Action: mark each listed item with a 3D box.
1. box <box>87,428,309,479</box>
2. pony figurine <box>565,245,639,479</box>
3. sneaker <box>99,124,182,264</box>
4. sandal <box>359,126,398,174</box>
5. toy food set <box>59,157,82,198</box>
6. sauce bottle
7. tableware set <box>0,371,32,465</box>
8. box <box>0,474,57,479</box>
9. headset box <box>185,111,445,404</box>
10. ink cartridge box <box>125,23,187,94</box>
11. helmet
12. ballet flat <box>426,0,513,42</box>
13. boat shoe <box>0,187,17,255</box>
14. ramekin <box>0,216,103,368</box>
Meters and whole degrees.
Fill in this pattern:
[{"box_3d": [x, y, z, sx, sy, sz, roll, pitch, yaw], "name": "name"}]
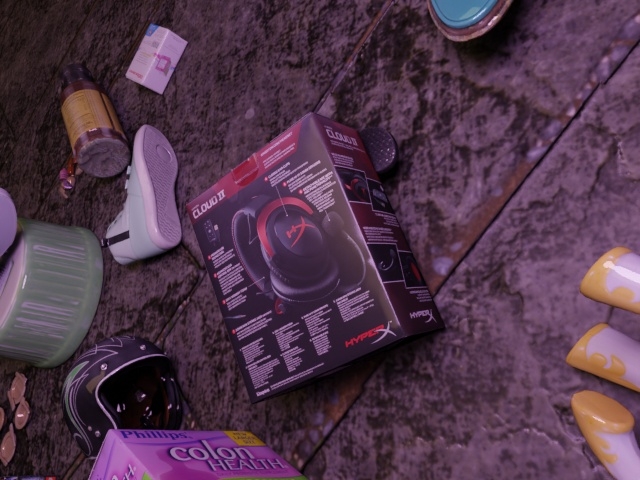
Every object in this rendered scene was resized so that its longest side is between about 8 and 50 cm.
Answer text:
[{"box_3d": [-0.099, 0.311, 0.600, 0.243, 0.214, 0.117, 19, 88, 43], "name": "box"}, {"box_3d": [0.331, 0.109, 0.304, 0.363, 0.303, 0.350, 49, 140, 36], "name": "pony figurine"}, {"box_3d": [-0.337, -0.082, 1.022, 0.151, 0.094, 0.255, -24, 63, 26], "name": "sneaker"}, {"box_3d": [0.047, -0.108, 0.753, 0.179, 0.040, 0.067, 2, 70, 56], "name": "sandal"}, {"box_3d": [-0.580, -0.162, 1.314, 0.078, 0.019, 0.122, 35, 98, 42], "name": "toy food set"}, {"box_3d": [-0.500, -0.273, 1.229, 0.111, 0.111, 0.344, -47, 48, 18], "name": "sauce bottle"}, {"box_3d": [-0.645, 0.369, 1.178, 0.141, 0.020, 0.168, 35, 98, 42], "name": "tableware set"}, {"box_3d": [-0.509, 0.478, 0.972, 0.027, 0.094, 0.136, -23, 61, 33], "name": "box"}, {"box_3d": [-0.021, 0.011, 0.668, 0.218, 0.110, 0.293, -31, 71, 28], "name": "headset box"}, {"box_3d": [-0.338, -0.372, 1.162, 0.089, 0.052, 0.122, 33, 96, 43], "name": "ink cartridge box"}, {"box_3d": [-0.297, 0.225, 0.837, 0.169, 0.169, 0.161, -23, 77, 33], "name": "helmet"}, {"box_3d": [0.185, -0.372, 0.674, 0.123, 0.123, 0.348, -16, 68, 36], "name": "ballet flat"}, {"box_3d": [-0.638, 0.014, 1.038, 0.306, 0.113, 0.105, -61, 39, 27], "name": "boat shoe"}, {"box_3d": [-0.588, 0.098, 1.139, 0.304, 0.148, 0.303, -15, 65, 36], "name": "ramekin"}]
